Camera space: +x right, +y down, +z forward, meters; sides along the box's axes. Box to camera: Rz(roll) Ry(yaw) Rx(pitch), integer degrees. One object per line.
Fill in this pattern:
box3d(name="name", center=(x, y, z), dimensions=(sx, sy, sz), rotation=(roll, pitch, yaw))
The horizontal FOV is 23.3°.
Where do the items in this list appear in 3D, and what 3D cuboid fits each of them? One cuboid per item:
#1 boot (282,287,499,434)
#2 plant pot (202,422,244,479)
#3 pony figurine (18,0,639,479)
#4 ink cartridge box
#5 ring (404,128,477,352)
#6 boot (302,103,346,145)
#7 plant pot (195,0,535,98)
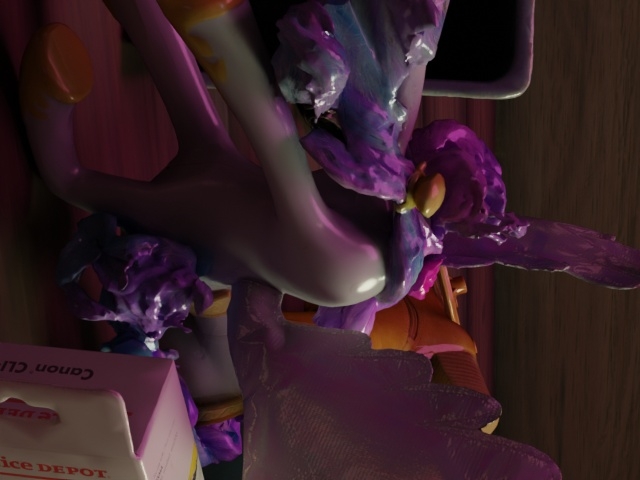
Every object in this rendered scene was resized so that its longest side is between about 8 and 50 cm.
box3d(name="boot", center=(0.007, 0.076, 1.350), dimensions=(0.104, 0.295, 0.211), rotation=(-61, -148, 22))
box3d(name="plant pot", center=(0.008, 0.224, 1.088), dimensions=(0.235, 0.293, 0.293), rotation=(-97, 180, -51))
box3d(name="pony figurine", center=(0.000, 0.000, 0.858), dimensions=(0.303, 0.351, 0.363), rotation=(-52, 142, -44))
box3d(name="ink cartridge box", center=(-0.125, 0.117, 0.789), dimensions=(0.067, 0.115, 0.198), rotation=(-73, 163, -45))
box3d(name="ring", center=(0.145, 0.003, 1.963), dimensions=(0.336, 0.032, 0.336), rotation=(164, -90, -90))
box3d(name="boot", center=(0.028, -0.219, 1.510), dimensions=(0.263, 0.091, 0.229), rotation=(60, 41, -60))
box3d(name="plant pot", center=(0.016, -0.225, 1.107), dimensions=(0.252, 0.248, 0.247), rotation=(-96, -172, -86))
